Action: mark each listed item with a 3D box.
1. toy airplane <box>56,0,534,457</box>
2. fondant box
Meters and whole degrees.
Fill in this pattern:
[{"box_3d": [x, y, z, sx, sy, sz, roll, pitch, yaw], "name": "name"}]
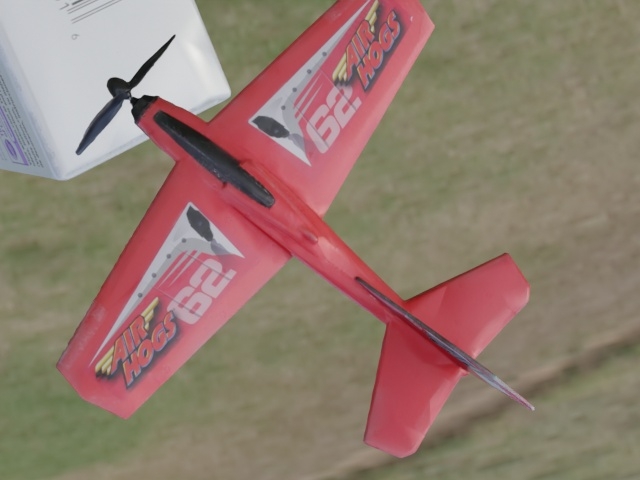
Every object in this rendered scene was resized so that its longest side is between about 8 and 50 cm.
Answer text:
[{"box_3d": [0.000, 0.000, 0.514, 0.151, 0.151, 0.028, -12, 174, -9], "name": "toy airplane"}, {"box_3d": [-0.194, -0.163, 0.876, 0.096, 0.238, 0.330, -30, -160, -24], "name": "fondant box"}]
